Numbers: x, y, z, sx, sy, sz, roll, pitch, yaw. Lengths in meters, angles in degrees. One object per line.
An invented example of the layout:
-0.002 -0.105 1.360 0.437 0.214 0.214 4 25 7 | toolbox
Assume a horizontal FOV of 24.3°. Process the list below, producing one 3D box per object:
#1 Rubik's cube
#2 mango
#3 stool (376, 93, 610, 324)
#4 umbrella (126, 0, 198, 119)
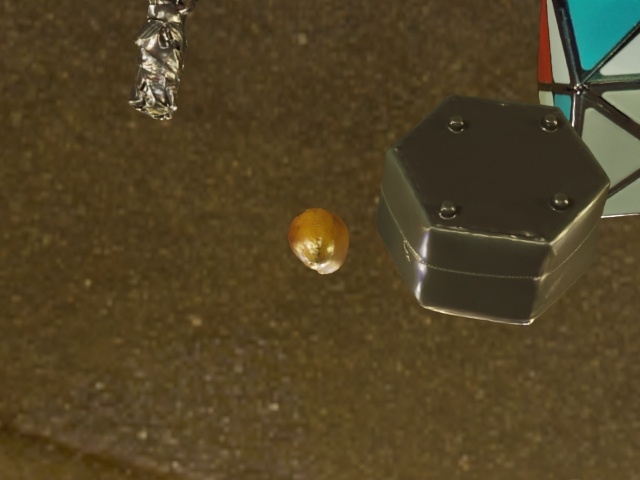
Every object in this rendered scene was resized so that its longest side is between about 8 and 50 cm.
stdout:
0.403 -0.198 1.802 0.246 0.248 0.250 -6 141 1 | Rubik's cube
0.000 0.000 1.691 0.063 0.077 0.127 -33 179 9 | mango
0.174 -0.036 1.524 0.232 0.232 0.141 0 139 -1 | stool
-0.096 -0.149 0.945 0.037 0.144 0.040 9 172 -4 | umbrella
